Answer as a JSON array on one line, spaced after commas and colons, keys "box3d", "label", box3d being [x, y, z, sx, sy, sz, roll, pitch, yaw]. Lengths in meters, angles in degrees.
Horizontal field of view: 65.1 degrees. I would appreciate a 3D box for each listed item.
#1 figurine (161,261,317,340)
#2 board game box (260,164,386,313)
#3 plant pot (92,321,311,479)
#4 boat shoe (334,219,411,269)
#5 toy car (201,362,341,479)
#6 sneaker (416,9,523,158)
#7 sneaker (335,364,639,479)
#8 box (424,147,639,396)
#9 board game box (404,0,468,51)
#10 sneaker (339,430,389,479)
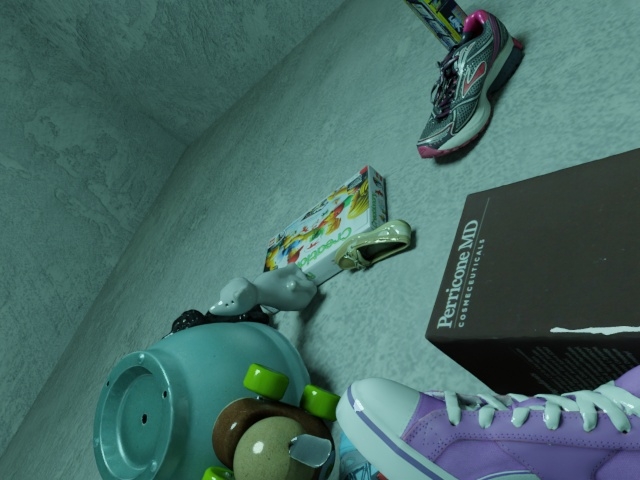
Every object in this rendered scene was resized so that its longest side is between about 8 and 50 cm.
[{"box3d": [-0.143, 0.120, 0.886, 0.215, 0.209, 0.092, -34, 74, 30], "label": "figurine"}, {"box3d": [0.000, 0.000, 1.010, 0.305, 0.053, 0.193, -36, 31, 30], "label": "board game box"}, {"box3d": [-0.182, 0.249, 0.697, 0.293, 0.196, 0.293, -14, 67, 36], "label": "plant pot"}, {"box3d": [0.086, 0.017, 0.852, 0.153, 0.056, 0.048, -25, 35, 29], "label": "boat shoe"}, {"box3d": [-0.034, 0.233, 0.525, 0.155, 0.149, 0.188, -68, 15, -11], "label": "toy car"}, {"box3d": [0.246, -0.274, 0.900, 0.121, 0.112, 0.299, 1, 58, 59], "label": "sneaker"}, {"box3d": [0.162, 0.126, 0.348, 0.102, 0.282, 0.161, -12, -55, -80], "label": "sneaker"}, {"box3d": [0.292, 0.025, 0.413, 0.381, 0.143, 0.191, -17, 42, 52], "label": "box"}, {"box3d": [0.260, -0.467, 1.057, 0.048, 0.170, 0.141, -46, 27, 15], "label": "board game box"}, {"box3d": [0.114, 0.238, 0.489, 0.262, 0.104, 0.125, -37, 34, 47], "label": "sneaker"}]
